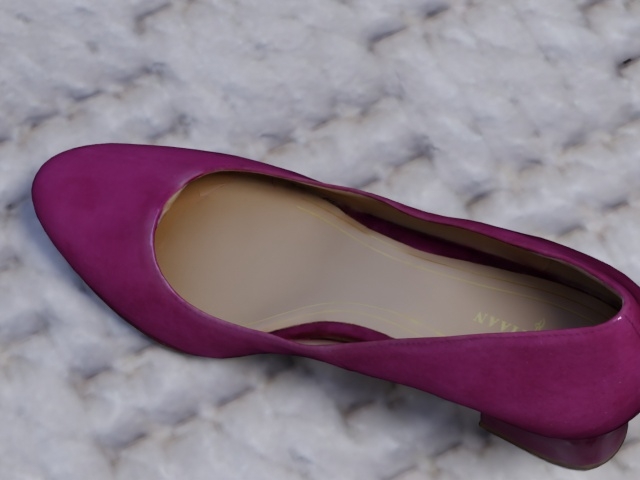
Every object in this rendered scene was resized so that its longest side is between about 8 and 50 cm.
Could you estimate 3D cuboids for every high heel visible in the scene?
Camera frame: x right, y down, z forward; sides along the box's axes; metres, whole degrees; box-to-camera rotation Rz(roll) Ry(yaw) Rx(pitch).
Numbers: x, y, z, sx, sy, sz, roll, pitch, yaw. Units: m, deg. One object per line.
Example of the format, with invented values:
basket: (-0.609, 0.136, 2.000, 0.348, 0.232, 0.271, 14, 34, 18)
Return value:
high heel: (0.000, 0.000, 0.858, 0.377, 0.181, 0.127, 18, 67, 14)
